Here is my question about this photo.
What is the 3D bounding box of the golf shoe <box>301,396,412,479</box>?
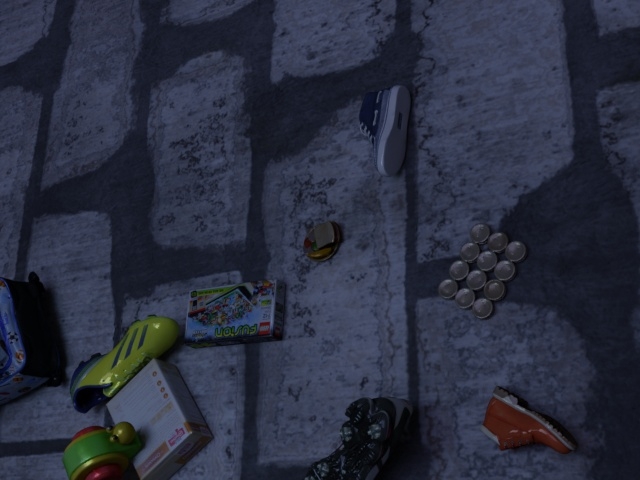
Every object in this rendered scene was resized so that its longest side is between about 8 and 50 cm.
[{"bbox_3d":[0.064,0.368,1.464,0.105,0.120,0.273,46,120,29],"label":"golf shoe"}]

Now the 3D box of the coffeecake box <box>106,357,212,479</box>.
[{"bbox_3d":[-0.310,0.344,1.714,0.142,0.068,0.185,-44,55,11],"label":"coffeecake box"}]

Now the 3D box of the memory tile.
[{"bbox_3d":[0.273,0.051,1.512,0.113,0.012,0.148,29,87,36],"label":"memory tile"}]

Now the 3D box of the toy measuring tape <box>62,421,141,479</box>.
[{"bbox_3d":[-0.453,0.446,1.684,0.330,0.121,0.121,-49,52,26],"label":"toy measuring tape"}]

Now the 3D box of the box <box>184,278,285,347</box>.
[{"bbox_3d":[-0.166,0.142,1.728,0.206,0.036,0.114,-9,67,28],"label":"box"}]

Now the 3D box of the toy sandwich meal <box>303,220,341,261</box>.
[{"bbox_3d":[0.000,0.000,1.688,0.085,0.029,0.086,-12,65,27],"label":"toy sandwich meal"}]

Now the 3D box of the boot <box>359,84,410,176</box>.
[{"bbox_3d":[0.112,-0.200,1.686,0.086,0.069,0.190,-6,60,37],"label":"boot"}]

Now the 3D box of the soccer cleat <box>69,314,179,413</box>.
[{"bbox_3d":[-0.384,0.249,1.775,0.289,0.093,0.121,-34,38,23],"label":"soccer cleat"}]

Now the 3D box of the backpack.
[{"bbox_3d":[-0.717,0.235,1.935,0.263,0.213,0.277,-37,58,27],"label":"backpack"}]

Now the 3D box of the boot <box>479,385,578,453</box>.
[{"bbox_3d":[0.314,0.295,1.364,0.158,0.059,0.085,29,90,45],"label":"boot"}]
